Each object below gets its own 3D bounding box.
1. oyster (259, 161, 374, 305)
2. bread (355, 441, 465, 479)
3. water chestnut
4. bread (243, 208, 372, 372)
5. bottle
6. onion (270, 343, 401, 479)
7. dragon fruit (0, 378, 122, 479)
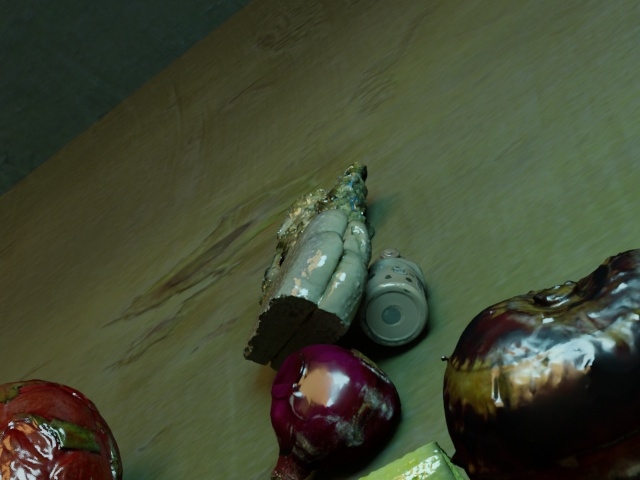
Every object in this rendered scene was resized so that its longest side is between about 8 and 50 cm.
[{"bbox_3d":[-0.007,-0.005,2.107,0.260,0.092,0.198,-42,19,6],"label":"oyster"},{"bbox_3d":[0.102,0.278,1.416,0.114,0.129,0.111,-36,61,2],"label":"bread"},{"bbox_3d":[0.263,0.158,1.241,0.300,0.300,0.300,-34,25,18],"label":"water chestnut"},{"bbox_3d":[-0.008,0.062,1.825,0.183,0.102,0.337,-63,4,-23],"label":"bread"},{"bbox_3d":[0.093,0.071,1.822,0.099,0.099,0.152,-37,16,12],"label":"bottle"},{"bbox_3d":[-0.009,0.211,1.677,0.198,0.135,0.173,-49,22,-12],"label":"onion"},{"bbox_3d":[-0.398,0.335,1.892,0.277,0.277,0.342,-40,20,4],"label":"dragon fruit"}]
